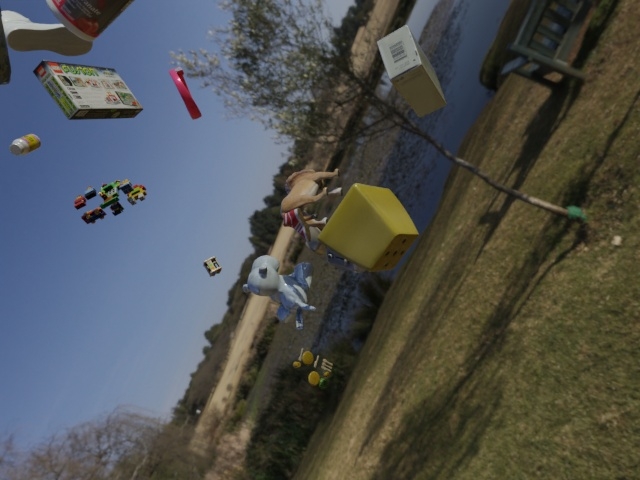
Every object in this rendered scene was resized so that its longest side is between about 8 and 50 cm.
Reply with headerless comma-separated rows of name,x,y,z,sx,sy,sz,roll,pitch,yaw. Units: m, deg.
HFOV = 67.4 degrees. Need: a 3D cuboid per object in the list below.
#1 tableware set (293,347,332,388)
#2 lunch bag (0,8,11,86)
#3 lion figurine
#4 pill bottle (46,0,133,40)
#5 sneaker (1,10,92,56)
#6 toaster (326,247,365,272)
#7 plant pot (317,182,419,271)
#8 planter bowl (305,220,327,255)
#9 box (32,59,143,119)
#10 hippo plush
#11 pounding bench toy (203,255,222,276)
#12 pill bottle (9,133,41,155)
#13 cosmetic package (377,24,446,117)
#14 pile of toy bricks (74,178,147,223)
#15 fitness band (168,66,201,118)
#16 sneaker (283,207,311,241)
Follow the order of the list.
tableware set,-0.028,0.448,1.663,0.024,0.154,0.104,-23,42,48
lunch bag,-0.736,-0.404,0.838,0.212,0.256,0.305,-102,9,-70
lion figurine,-0.061,-0.155,1.718,0.392,0.240,0.142,-56,-42,-60
pill bottle,-0.669,-0.787,1.477,0.318,0.176,0.176,-35,13,16
sneaker,-0.940,-0.706,1.612,0.292,0.169,0.108,-23,-35,-54
toaster,0.139,0.024,1.733,0.227,0.146,0.129,-29,-53,-36
plant pot,0.159,-0.022,1.427,0.212,0.187,0.212,0,-50,-53
planter bowl,0.000,0.000,2.201,0.109,0.162,0.162,-51,7,14
box,-0.473,-0.309,0.999,0.036,0.114,0.207,-34,4,21
hippo plush,-0.171,0.188,1.784,0.234,0.237,0.294,-57,19,32
pounding bench toy,-0.443,0.116,1.973,0.052,0.065,0.083,-29,-12,-25
pill bottle,-0.778,-0.250,1.261,0.083,0.043,0.043,-87,16,-63
cosmetic package,0.314,-0.557,1.613,0.309,0.113,0.160,21,-128,-60
pile of toy bricks,-0.678,-0.149,1.536,0.105,0.212,0.118,62,178,44
fitness band,-0.563,-0.611,1.997,0.291,0.054,0.209,-128,17,-61
sneaker,-0.078,-0.042,1.546,0.042,0.067,0.118,-67,-43,-64
